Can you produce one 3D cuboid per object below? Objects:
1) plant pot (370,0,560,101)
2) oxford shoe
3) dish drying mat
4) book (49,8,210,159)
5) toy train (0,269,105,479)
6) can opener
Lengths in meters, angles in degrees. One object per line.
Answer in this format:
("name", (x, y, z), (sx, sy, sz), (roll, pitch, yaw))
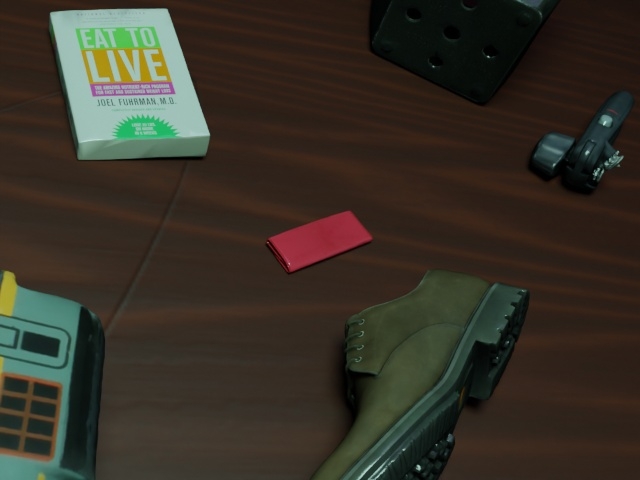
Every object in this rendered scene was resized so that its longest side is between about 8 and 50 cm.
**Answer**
("plant pot", (0.147, -0.251, 0.832), (0.188, 0.187, 0.167), (26, 55, -2))
("oxford shoe", (0.044, 0.095, 0.533), (0.096, 0.082, 0.227), (22, 40, 23))
("dish drying mat", (0.000, 0.000, 0.638), (0.083, 0.008, 0.032), (-20, 61, -39))
("book", (-0.151, -0.121, 0.665), (0.096, 0.035, 0.144), (-5, 54, -25))
("toy train", (-0.188, 0.141, 0.329), (0.190, 0.142, 0.333), (17, 44, -25))
("can opener", (0.269, -0.106, 0.832), (0.073, 0.059, 0.186), (39, 45, 13))
